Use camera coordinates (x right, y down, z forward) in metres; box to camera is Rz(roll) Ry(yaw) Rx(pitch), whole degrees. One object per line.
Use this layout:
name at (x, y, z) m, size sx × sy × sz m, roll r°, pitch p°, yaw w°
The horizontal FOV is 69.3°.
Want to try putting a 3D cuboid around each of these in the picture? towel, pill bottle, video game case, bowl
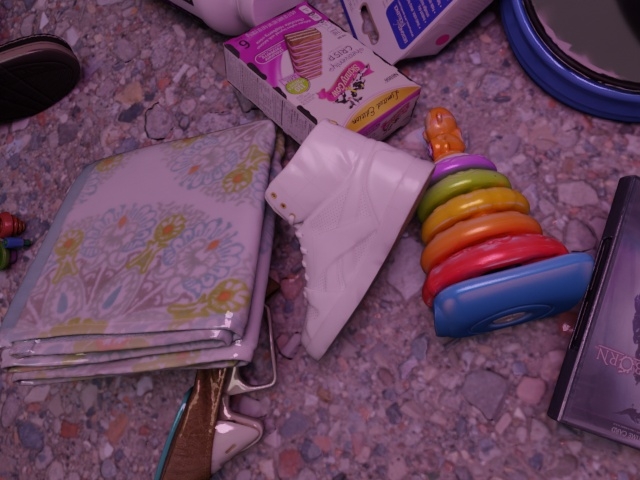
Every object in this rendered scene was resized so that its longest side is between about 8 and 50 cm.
towel at (-0.214, 0.000, 0.619) m, size 0.321 × 0.090 × 0.374 m, roll -7°, pitch 51°, yaw 13°
pill bottle at (-0.181, -0.439, 0.710) m, size 0.323 × 0.181 × 0.181 m, roll 34°, pitch 89°, yaw 17°
video game case at (0.376, 0.091, 0.504) m, size 0.196 × 0.026 × 0.274 m, roll 21°, pitch 84°, yaw -8°
bowl at (0.416, -0.340, 0.538) m, size 0.391 × 0.077 × 0.391 m, roll 1°, pitch 94°, yaw 21°

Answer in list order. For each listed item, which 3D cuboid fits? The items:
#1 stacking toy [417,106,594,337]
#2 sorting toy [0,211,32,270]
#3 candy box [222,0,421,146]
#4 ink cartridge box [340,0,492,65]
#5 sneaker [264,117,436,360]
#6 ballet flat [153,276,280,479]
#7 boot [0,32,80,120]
stacking toy at (0.179, -0.045, 0.570) m, size 0.166 × 0.175 × 0.301 m, roll -16°, pitch 65°, yaw 9°
sorting toy at (-0.530, 0.002, 0.796) m, size 0.061 × 0.042 × 0.102 m, roll 8°, pitch 94°, yaw 31°
candy box at (-0.002, -0.220, 0.648) m, size 0.159 × 0.071 × 0.233 m, roll -39°, pitch 71°, yaw -23°
ink cartridge box at (0.175, -0.382, 0.594) m, size 0.371 × 0.069 × 0.175 m, roll -34°, pitch 67°, yaw 45°
sneaker at (0.000, 0.000, 0.574) m, size 0.169 × 0.108 × 0.292 m, roll 29°, pitch 114°, yaw 10°
ballet flat at (-0.125, 0.197, 0.624) m, size 0.124 × 0.116 × 0.342 m, roll 13°, pitch 78°, yaw 0°
boot at (-0.624, -0.355, 0.840) m, size 0.377 × 0.138 × 0.284 m, roll -20°, pitch 75°, yaw 16°
